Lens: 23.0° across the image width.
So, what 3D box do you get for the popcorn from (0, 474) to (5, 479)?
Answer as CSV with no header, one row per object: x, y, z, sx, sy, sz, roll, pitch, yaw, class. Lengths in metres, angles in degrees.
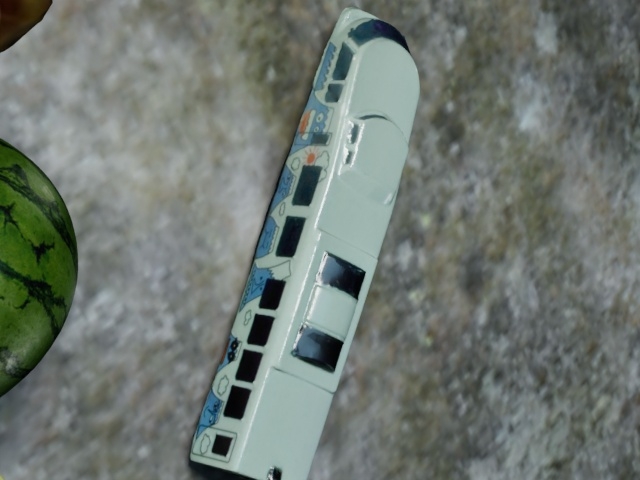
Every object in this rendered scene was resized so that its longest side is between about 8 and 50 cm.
-0.168,0.143,0.418,0.221,0.184,0.204,-40,156,-23,popcorn

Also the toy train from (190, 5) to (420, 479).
0.000,0.000,0.657,0.043,0.047,0.207,27,75,-40,toy train

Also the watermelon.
-0.130,0.006,0.507,0.109,0.109,0.109,-1,92,-42,watermelon

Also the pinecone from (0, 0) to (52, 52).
-0.178,-0.055,0.332,0.246,0.246,0.292,28,41,-39,pinecone
